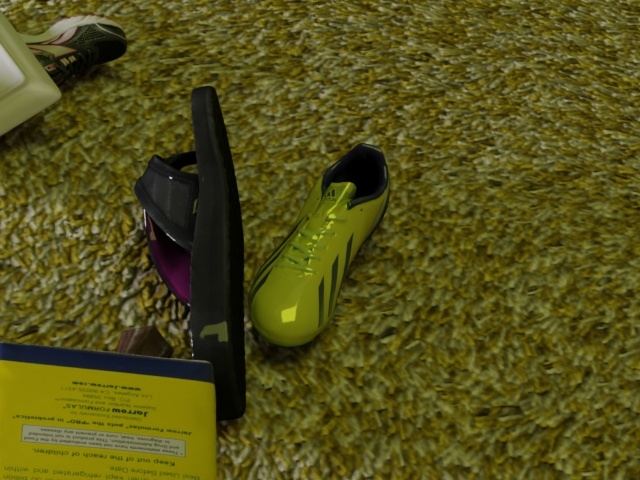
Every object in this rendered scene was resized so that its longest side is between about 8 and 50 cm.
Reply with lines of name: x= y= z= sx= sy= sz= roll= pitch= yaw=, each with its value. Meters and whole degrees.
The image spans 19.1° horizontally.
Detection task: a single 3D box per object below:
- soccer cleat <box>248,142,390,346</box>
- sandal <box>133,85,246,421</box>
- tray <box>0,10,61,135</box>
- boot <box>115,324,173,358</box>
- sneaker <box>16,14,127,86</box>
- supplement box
soccer cleat: x=-0.001 y=-0.001 z=2.008 sx=0.093 sy=0.121 sz=0.289 roll=22 pitch=41 yaw=8
sandal: x=-0.138 y=-0.005 z=1.951 sx=0.107 sy=0.168 sz=0.446 roll=-6 pitch=41 yaw=2
tray: x=-0.413 y=-0.212 z=2.149 sx=0.145 sy=0.030 sz=0.270 roll=-33 pitch=55 yaw=-8
boot: x=-0.207 y=0.117 z=1.873 sx=0.106 sy=0.037 sz=0.114 roll=28 pitch=43 yaw=-5
sneaker: x=-0.307 y=-0.203 z=2.199 sx=0.178 sy=0.072 sz=0.077 roll=-14 pitch=52 yaw=-14
supplement box: x=-0.191 y=0.281 z=1.566 sx=0.195 sy=0.194 sz=0.357 roll=7 pitch=41 yaw=-10
